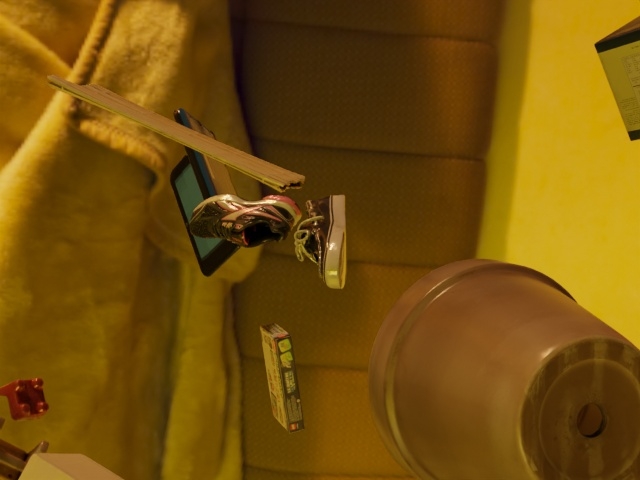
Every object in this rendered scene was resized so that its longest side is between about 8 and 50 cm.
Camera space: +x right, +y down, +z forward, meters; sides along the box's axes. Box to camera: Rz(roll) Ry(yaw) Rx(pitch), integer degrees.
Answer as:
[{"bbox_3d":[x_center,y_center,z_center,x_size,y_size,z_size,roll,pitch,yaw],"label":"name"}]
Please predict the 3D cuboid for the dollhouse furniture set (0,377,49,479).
[{"bbox_3d":[-0.611,0.239,1.341,0.374,0.152,0.201,39,38,-26],"label":"dollhouse furniture set"}]

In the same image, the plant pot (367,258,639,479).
[{"bbox_3d":[0.254,0.187,1.034,0.280,0.323,0.323,-177,-85,-73],"label":"plant pot"}]

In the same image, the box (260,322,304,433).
[{"bbox_3d":[-0.081,0.287,1.782,0.114,0.036,0.206,-157,-122,-67],"label":"box"}]

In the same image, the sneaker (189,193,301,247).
[{"bbox_3d":[-0.122,-0.024,1.284,0.077,0.178,0.072,-71,146,-48],"label":"sneaker"}]

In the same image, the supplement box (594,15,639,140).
[{"bbox_3d":[0.269,-0.134,0.654,0.083,0.056,0.083,-32,104,-32],"label":"supplement box"}]

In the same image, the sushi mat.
[{"bbox_3d":[-0.174,-0.133,1.061,0.151,0.317,0.019,-46,161,-80],"label":"sushi mat"}]

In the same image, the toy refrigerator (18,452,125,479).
[{"bbox_3d":[-0.307,0.359,0.875,0.269,0.094,0.102,-64,161,-6],"label":"toy refrigerator"}]

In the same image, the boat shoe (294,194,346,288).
[{"bbox_3d":[0.000,-0.004,1.694,0.306,0.105,0.113,-88,176,-56],"label":"boat shoe"}]

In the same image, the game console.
[{"bbox_3d":[-0.280,-0.099,1.870,0.293,0.173,0.250,67,11,21],"label":"game console"}]
